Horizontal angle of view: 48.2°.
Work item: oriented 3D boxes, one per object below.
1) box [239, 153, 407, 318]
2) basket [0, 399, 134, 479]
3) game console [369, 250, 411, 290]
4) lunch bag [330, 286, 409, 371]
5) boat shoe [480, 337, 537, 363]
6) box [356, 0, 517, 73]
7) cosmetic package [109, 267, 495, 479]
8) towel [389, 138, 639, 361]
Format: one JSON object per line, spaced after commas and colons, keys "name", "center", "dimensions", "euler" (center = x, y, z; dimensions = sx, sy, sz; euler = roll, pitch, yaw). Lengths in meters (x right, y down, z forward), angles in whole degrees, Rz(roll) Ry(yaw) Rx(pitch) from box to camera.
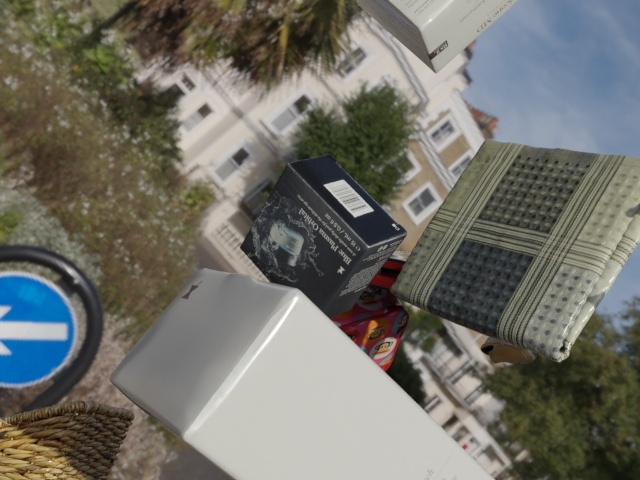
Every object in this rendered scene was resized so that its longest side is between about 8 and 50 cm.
{"name": "box", "center": [0.000, 0.000, 0.938], "dimensions": [0.156, 0.158, 0.093], "euler": [47, 37, 19]}
{"name": "basket", "center": [-0.524, 0.385, 1.361], "dimensions": [0.214, 0.222, 0.299], "euler": [19, -14, 10]}
{"name": "game console", "center": [0.264, 0.079, 1.314], "dimensions": [0.387, 0.060, 0.342], "euler": [13, 4, 27]}
{"name": "lunch bag", "center": [0.014, 0.211, 1.423], "dimensions": [0.120, 0.293, 0.258], "euler": [57, -35, 38]}
{"name": "boat shoe", "center": [0.397, 0.240, 1.533], "dimensions": [0.068, 0.072, 0.190], "euler": [61, -8, 1]}
{"name": "box", "center": [0.152, -0.360, 0.954], "dimensions": [0.182, 0.181, 0.119], "euler": [49, 5, 24]}
{"name": "cosmetic package", "center": [0.022, 0.237, 0.761], "dimensions": [0.453, 0.161, 0.230], "euler": [46, -20, -24]}
{"name": "towel", "center": [0.295, -0.004, 1.047], "dimensions": [0.312, 0.324, 0.056], "euler": [18, -21, 49]}
